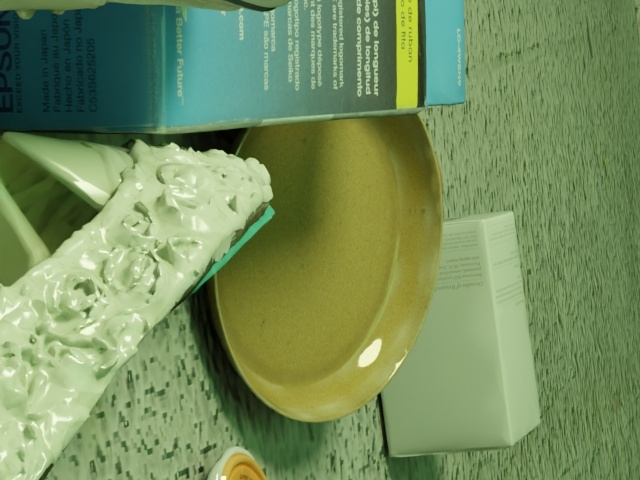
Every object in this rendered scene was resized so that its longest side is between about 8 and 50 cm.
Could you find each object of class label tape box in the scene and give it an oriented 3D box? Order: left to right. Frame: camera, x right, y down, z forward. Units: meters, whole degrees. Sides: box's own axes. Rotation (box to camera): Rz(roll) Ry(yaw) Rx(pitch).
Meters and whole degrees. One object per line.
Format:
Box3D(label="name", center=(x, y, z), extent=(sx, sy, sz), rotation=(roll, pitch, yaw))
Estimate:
Box3D(label="label tape box", center=(-0.038, -0.190, 0.965), extent=(0.347, 0.115, 0.249), rotation=(-12, 102, -61))

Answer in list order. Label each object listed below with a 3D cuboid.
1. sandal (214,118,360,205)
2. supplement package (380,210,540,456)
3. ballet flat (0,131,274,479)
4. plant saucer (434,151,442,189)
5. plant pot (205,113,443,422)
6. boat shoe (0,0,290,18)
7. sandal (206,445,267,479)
Box3D(label="sandal", center=(-0.017, -0.071, 1.181), extent=(0.219, 0.060, 0.090), rotation=(21, 79, -50))
Box3D(label="supplement package", center=(0.105, 0.073, 1.389), extent=(0.105, 0.105, 0.179), rotation=(-12, 95, -71))
Box3D(label="ballet flat", center=(-0.133, 0.025, 0.740), extent=(0.409, 0.147, 0.147), rotation=(-55, 135, -61))
Box3D(label="plant saucer", center=(0.091, -0.053, 1.524), extent=(0.083, 0.013, 0.083), rotation=(-6, 90, -70))
Box3D(label="plant pot", center=(0.000, 0.000, 1.138), extent=(0.236, 0.032, 0.236), rotation=(-11, 104, -51))
Box3D(label="boat shoe", center=(-0.125, -0.136, 0.727), extent=(0.267, 0.088, 0.096), rotation=(11, 39, -42))
Box3D(label="sandal", center=(-0.008, 0.244, 1.072), extent=(0.102, 0.076, 0.265), rotation=(-53, 133, -62))
